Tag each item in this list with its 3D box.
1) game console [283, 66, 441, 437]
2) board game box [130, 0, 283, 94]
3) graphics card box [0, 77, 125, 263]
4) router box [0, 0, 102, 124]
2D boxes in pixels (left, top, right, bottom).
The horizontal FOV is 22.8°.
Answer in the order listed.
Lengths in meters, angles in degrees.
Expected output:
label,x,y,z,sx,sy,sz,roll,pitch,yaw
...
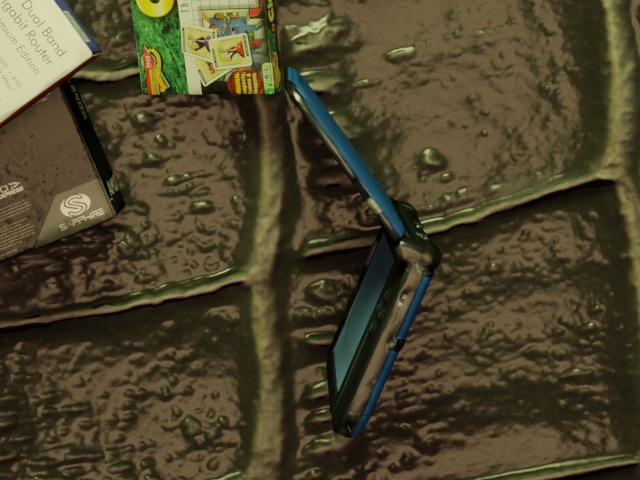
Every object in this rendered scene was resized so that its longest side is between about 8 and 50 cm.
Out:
label,x,y,z,sx,sy,sz,roll,pitch,yaw
game console,0.000,0.000,1.389,0.173,0.293,0.250,23,98,-4
board game box,-0.112,-0.260,1.437,0.136,0.030,0.259,1,110,21
graphics card box,-0.355,-0.152,1.454,0.233,0.094,0.371,-23,97,1
router box,-0.408,-0.208,1.356,0.301,0.082,0.335,-36,97,4
